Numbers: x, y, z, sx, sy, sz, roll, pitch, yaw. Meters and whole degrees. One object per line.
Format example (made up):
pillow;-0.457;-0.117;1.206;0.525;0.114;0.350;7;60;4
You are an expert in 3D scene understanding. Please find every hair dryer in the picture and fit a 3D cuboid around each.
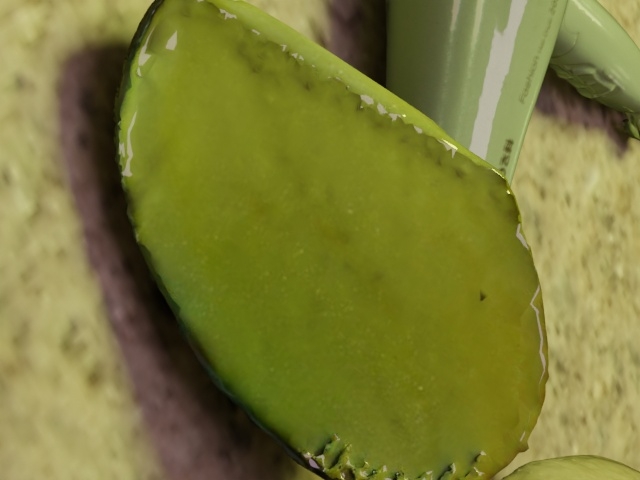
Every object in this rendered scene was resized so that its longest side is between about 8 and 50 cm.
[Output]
hair dryer;0.102;-0.050;0.677;0.237;0.075;0.206;12;86;-54

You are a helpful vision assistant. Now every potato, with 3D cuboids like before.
potato;0.000;0.000;0.539;0.119;0.054;0.198;-45;101;0

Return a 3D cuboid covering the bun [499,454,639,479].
bun;0.086;0.170;0.546;0.178;0.128;0.193;-60;155;1
